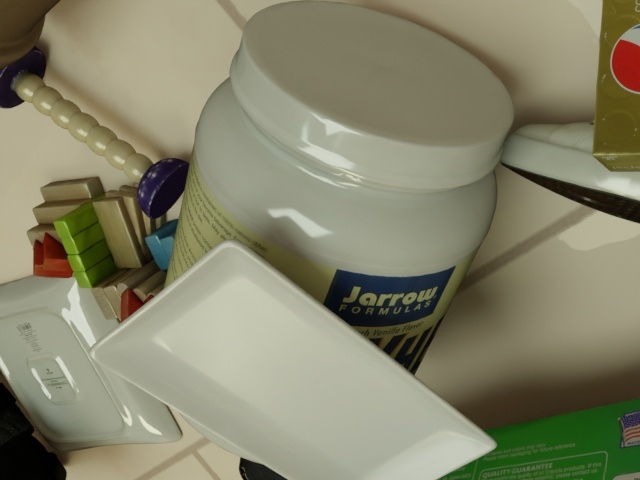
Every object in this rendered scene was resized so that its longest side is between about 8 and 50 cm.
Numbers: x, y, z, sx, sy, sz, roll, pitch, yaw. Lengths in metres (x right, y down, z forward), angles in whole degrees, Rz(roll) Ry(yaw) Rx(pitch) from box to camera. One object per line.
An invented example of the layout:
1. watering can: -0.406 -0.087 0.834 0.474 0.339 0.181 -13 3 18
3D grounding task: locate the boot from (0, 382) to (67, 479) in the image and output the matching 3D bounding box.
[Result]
1. boot: -0.455 0.283 1.105 0.260 0.131 0.348 63 163 -14

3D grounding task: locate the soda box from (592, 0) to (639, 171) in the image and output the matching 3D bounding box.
1. soda box: 0.213 -0.136 0.516 0.061 0.058 0.181 3 84 31

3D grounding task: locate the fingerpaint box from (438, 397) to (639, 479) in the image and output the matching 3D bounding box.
1. fingerpaint box: 0.248 0.327 0.701 0.445 0.163 0.371 -25 115 39

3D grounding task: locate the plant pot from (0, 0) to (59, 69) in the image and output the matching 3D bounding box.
1. plant pot: -0.275 -0.294 0.694 0.229 0.263 0.263 -19 105 19

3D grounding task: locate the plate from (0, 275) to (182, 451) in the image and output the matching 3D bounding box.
1. plate: -0.351 0.178 1.117 0.277 0.045 0.278 -14 108 38

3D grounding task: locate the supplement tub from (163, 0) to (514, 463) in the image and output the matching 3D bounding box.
1. supplement tub: 0.000 0.000 0.667 0.235 0.235 0.324 30 129 14

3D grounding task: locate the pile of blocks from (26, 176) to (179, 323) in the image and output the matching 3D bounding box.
1. pile of blocks: -0.194 0.034 0.890 0.362 0.112 0.149 22 126 20

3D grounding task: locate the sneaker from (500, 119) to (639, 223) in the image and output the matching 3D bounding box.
1. sneaker: 0.271 -0.067 0.569 0.290 0.106 0.123 15 88 35

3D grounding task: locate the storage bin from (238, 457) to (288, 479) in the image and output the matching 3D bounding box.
1. storage bin: -0.010 0.205 0.891 0.122 0.084 0.180 24 126 19

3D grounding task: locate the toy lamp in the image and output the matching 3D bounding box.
1. toy lamp: -0.262 -0.131 0.865 0.275 0.080 0.080 35 129 8

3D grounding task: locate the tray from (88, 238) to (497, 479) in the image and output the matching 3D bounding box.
1. tray: -0.012 0.105 0.579 0.145 0.030 0.270 -37 120 25
